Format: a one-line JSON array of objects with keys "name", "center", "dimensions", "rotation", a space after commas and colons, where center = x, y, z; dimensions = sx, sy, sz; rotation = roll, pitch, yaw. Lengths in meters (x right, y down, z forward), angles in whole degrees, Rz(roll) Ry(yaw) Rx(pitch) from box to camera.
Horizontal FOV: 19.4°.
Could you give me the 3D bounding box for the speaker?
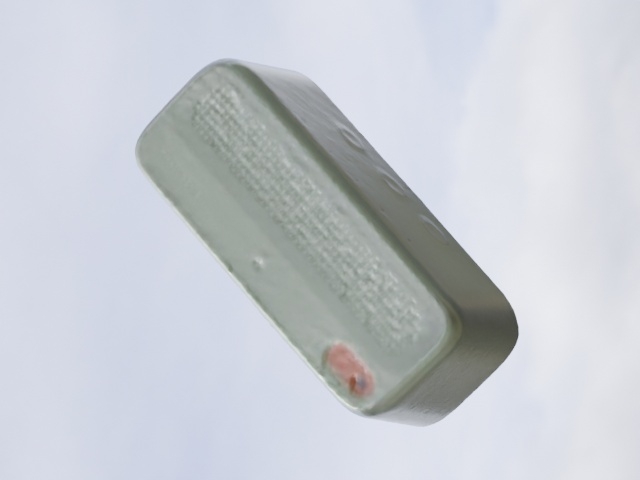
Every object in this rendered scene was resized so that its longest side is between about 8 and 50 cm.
[{"name": "speaker", "center": [0.000, 0.000, 1.881], "dimensions": [0.183, 0.406, 0.184], "rotation": [-45, -18, 12]}]
